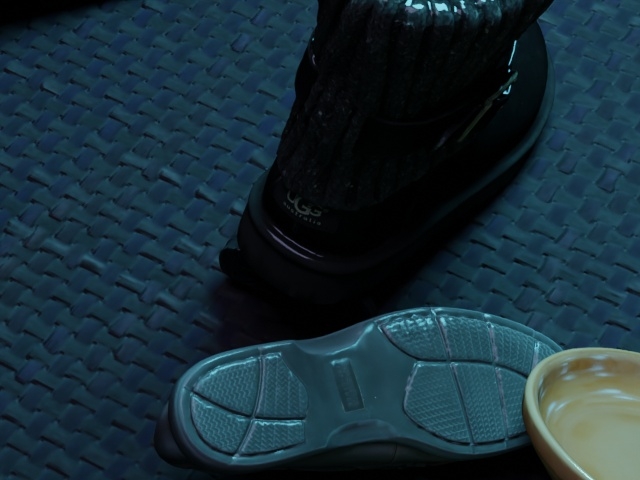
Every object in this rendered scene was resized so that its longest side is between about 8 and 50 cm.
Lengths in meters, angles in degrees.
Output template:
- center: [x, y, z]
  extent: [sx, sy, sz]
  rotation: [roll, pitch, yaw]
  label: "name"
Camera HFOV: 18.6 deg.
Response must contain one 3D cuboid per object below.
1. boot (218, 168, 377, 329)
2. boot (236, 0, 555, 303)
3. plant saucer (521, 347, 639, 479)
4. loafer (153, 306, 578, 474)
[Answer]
- center: [0.000, 0.001, 1.311]
  extent: [0.121, 0.045, 0.099]
  rotation: [22, 47, 16]
  label: "boot"
- center: [0.087, -0.134, 1.257]
  extent: [0.131, 0.260, 0.348]
  rotation: [29, 43, 11]
  label: "boot"
- center: [0.209, 0.133, 1.153]
  extent: [0.200, 0.037, 0.200]
  rotation: [17, 25, -8]
  label: "plant saucer"
- center: [0.025, 0.098, 1.197]
  extent: [0.267, 0.084, 0.096]
  rotation: [-3, 73, -24]
  label: "loafer"
